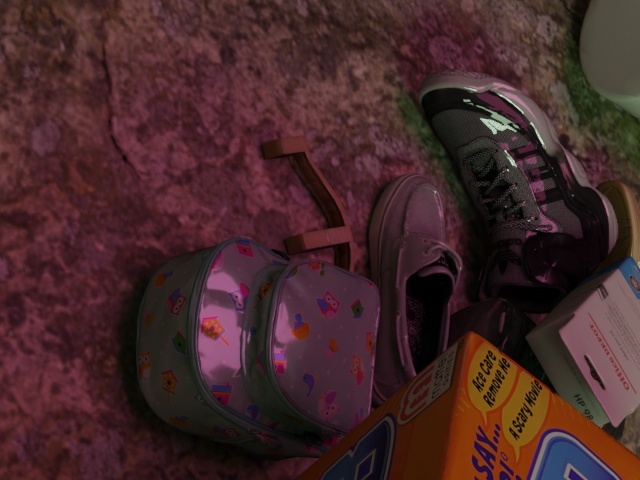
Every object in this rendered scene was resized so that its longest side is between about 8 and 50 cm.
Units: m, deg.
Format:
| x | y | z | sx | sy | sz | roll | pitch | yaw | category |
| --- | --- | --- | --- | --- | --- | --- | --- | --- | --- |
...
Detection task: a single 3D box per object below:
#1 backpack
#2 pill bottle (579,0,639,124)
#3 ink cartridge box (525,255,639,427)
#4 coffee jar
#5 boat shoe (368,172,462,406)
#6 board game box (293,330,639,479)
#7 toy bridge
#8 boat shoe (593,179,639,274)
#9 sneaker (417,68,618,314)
| x | y | z | sx | sy | sz | roll | pitch | yaw | category |
| --- | --- | --- | --- | --- | --- | --- | --- | --- | --- |
| -0.049 | 0.084 | 1.569 | 0.188 | 0.144 | 0.166 | 20 | 69 | -34 | backpack |
| 0.472 | -0.160 | 2.075 | 0.392 | 0.224 | 0.224 | 24 | 61 | -35 | pill bottle |
| 0.250 | 0.099 | 1.763 | 0.104 | 0.060 | 0.180 | 59 | 37 | -3 | ink cartridge box |
| 0.195 | 0.133 | 1.809 | 0.184 | 0.096 | 0.079 | 36 | 50 | -28 | coffee jar |
| 0.091 | 0.040 | 1.752 | 0.079 | 0.081 | 0.227 | 27 | 60 | -35 | boat shoe |
| 0.101 | 0.364 | 1.356 | 0.356 | 0.356 | 0.356 | 38 | 33 | -14 | board game box |
| 0.000 | 0.000 | 1.720 | 0.063 | 0.026 | 0.188 | -10 | 84 | -45 | toy bridge |
| 0.310 | 0.023 | 1.982 | 0.059 | 0.063 | 0.170 | -7 | 90 | -47 | boat shoe |
| 0.176 | -0.032 | 1.839 | 0.268 | 0.101 | 0.153 | 45 | 48 | -26 | sneaker |
